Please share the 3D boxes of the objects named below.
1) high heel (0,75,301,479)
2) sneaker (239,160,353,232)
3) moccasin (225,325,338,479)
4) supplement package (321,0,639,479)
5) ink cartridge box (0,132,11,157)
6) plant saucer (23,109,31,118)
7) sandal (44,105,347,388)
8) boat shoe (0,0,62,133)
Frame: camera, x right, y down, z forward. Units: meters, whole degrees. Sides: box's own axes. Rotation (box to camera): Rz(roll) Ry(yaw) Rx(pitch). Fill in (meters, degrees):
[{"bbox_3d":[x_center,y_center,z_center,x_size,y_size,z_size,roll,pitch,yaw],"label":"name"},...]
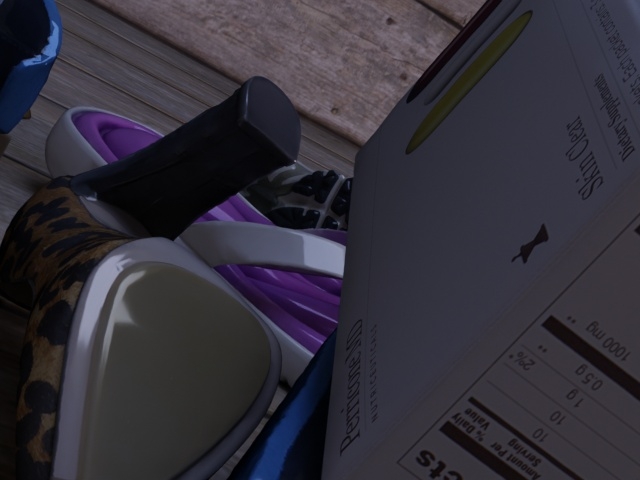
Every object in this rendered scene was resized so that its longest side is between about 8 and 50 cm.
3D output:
[{"bbox_3d":[-0.106,0.053,0.572,0.093,0.186,0.261,46,36,-22],"label":"high heel"},{"bbox_3d":[0.000,0.000,1.094,0.283,0.110,0.122,45,2,41],"label":"sneaker"},{"bbox_3d":[0.025,0.106,0.533,0.117,0.138,0.342,35,22,2],"label":"moccasin"},{"bbox_3d":[0.127,0.024,0.477,0.204,0.145,0.262,36,21,-12],"label":"supplement package"},{"bbox_3d":[-0.281,-0.092,0.667,0.193,0.088,0.234,23,12,-38],"label":"ink cartridge box"},{"bbox_3d":[-0.280,-0.131,1.182,0.083,0.015,0.083,30,7,-4],"label":"plant saucer"},{"bbox_3d":[-0.010,0.013,0.902,0.416,0.102,0.169,33,19,15],"label":"sandal"},{"bbox_3d":[-0.196,-0.141,0.597,0.089,0.109,0.258,17,15,-46],"label":"boat shoe"}]
